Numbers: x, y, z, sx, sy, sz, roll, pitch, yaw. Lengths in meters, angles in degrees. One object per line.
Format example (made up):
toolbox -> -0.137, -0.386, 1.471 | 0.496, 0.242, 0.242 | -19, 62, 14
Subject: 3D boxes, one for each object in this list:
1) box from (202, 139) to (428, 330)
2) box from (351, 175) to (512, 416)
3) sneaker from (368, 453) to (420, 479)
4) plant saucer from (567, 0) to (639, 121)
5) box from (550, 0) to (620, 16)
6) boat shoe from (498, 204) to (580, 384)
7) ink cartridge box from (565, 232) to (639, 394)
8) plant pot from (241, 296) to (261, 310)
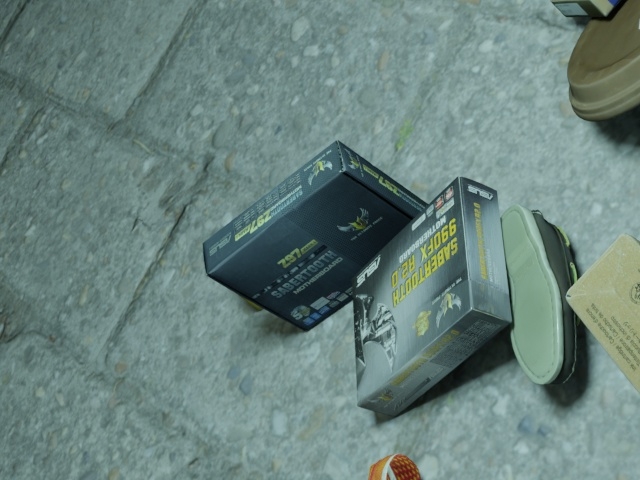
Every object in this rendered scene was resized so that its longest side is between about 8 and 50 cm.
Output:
box -> 0.000, 0.000, 1.726 | 0.233, 0.183, 0.059 | -36, 42, 24
box -> 0.119, 0.066, 1.600 | 0.231, 0.056, 0.183 | -46, 34, 44
sneaker -> 0.069, 0.319, 1.536 | 0.067, 0.064, 0.175 | -38, 31, 55
plant saucer -> 0.364, -0.246, 1.530 | 0.278, 0.041, 0.278 | -45, 16, 17
box -> 0.368, -0.350, 1.629 | 0.225, 0.036, 0.136 | -48, 13, 0
boat shoe -> 0.242, 0.059, 1.504 | 0.081, 0.069, 0.227 | -49, 34, 39
ink cartridge box -> 0.348, 0.121, 1.241 | 0.088, 0.193, 0.234 | -49, 37, 15
plant pot -> -0.097, 0.028, 1.896 | 0.081, 0.083, 0.081 | -49, 38, 13
